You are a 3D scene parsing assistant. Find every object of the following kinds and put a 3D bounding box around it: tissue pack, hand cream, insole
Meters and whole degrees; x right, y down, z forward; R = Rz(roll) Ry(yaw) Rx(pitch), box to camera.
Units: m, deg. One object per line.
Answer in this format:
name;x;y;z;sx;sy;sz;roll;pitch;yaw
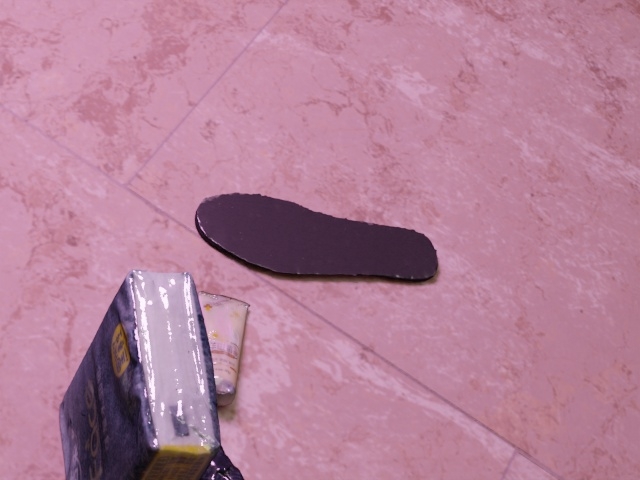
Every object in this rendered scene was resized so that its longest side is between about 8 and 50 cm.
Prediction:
tissue pack;-0.171;0.172;1.294;0.081;0.257;0.185;5;54;-24
hand cream;-0.107;0.116;1.512;0.061;0.039;0.143;12;48;-14
insole;0.000;0.000;1.657;0.309;0.012;0.110;7;53;-21

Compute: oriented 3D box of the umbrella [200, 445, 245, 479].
umbrella;-0.147;0.189;1.423;0.071;0.080;0.224;-31;65;-1
